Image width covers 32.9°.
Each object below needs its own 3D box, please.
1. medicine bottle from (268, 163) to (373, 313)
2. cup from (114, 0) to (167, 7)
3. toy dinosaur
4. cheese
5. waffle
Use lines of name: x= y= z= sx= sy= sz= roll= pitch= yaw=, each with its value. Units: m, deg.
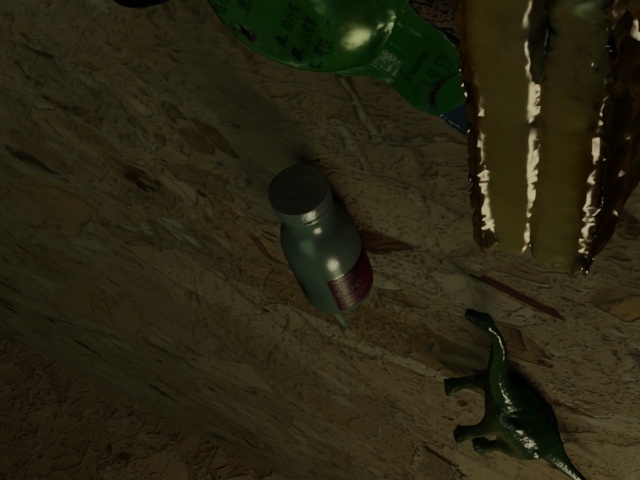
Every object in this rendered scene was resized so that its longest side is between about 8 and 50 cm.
medicine bottle: x=0.000 y=0.000 z=1.248 sx=0.090 sy=0.090 sz=0.216 roll=18 pitch=155 yaw=24
cup: x=-0.114 y=-0.284 z=0.622 sx=0.255 sy=0.178 sz=0.256 roll=23 pitch=160 yaw=50
toy dinosaur: x=0.292 y=0.227 z=1.433 sx=0.447 sy=0.087 sz=0.301 roll=33 pitch=151 yaw=-16
cheese: x=0.020 y=-0.176 z=0.847 sx=0.321 sy=0.083 sz=0.204 roll=32 pitch=156 yaw=-2
waffle: x=0.159 y=-0.127 z=0.618 sx=0.091 sy=0.212 sz=0.308 roll=24 pitch=159 yaw=20
